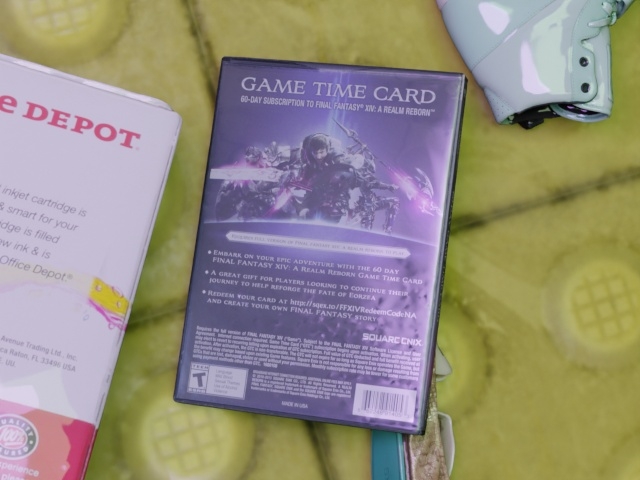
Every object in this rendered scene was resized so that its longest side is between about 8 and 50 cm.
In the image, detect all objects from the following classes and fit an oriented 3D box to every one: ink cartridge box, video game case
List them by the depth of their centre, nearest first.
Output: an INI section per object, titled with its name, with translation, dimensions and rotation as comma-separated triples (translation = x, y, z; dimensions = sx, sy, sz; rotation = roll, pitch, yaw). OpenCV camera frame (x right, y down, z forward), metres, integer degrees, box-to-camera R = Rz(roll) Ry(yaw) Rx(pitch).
[ink cartridge box]
translation = -0.245, 0.033, 1.008
dimensions = 0.226, 0.131, 0.306
rotation = 17, 69, -7
[video game case]
translation = 0.000, 0.000, 1.095
dimensions = 0.196, 0.026, 0.274
rotation = 6, 83, 15

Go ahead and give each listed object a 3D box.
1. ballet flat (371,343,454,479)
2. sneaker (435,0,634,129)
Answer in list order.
[ballet flat]
translation = 0.071, 0.126, 1.120
dimensions = 0.067, 0.073, 0.206
rotation = -1, 88, -36
[sneaker]
translation = 0.234, -0.177, 1.147
dimensions = 0.256, 0.094, 0.151
rotation = -20, 83, 0
